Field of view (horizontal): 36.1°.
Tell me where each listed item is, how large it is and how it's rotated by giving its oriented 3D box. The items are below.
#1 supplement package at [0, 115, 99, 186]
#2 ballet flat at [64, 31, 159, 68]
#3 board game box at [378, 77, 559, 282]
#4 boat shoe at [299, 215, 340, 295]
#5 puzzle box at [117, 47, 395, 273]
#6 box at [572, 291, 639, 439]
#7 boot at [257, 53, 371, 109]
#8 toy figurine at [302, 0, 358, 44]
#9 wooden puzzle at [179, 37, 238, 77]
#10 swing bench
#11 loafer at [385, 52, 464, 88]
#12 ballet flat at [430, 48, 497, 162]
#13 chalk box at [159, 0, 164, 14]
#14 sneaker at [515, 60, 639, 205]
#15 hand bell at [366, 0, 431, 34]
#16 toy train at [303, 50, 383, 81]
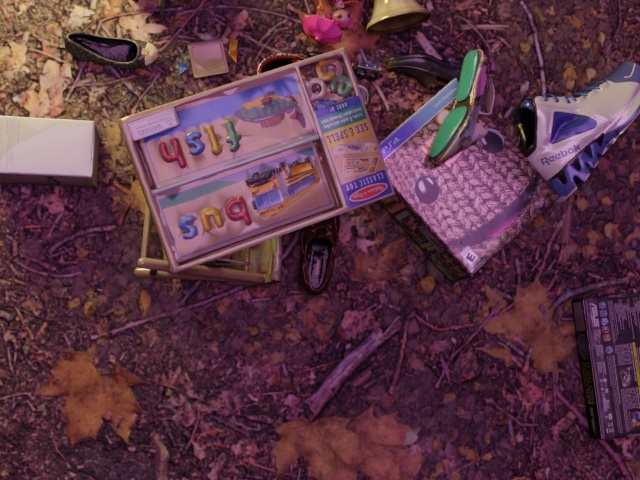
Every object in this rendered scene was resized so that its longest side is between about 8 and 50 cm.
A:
[{"bbox_3d":[-0.490,-0.157,1.750,0.179,0.105,0.105,2,82,-7],"label":"supplement package"},{"bbox_3d":[-0.387,-0.352,1.817,0.173,0.049,0.057,5,83,-7],"label":"ballet flat"},{"bbox_3d":[0.248,-0.107,1.823,0.232,0.141,0.291,-42,90,-11],"label":"board game box"},{"bbox_3d":[0.000,0.000,1.812,0.073,0.073,0.206,4,81,-6],"label":"boat shoe"},{"bbox_3d":[-0.104,-0.136,1.653,0.409,0.052,0.272,-21,95,-13],"label":"puzzle box"},{"bbox_3d":[0.607,0.233,1.868,0.216,0.060,0.270,-6,84,-9],"label":"box"},{"bbox_3d":[-0.013,-0.277,1.791,0.237,0.178,0.085,3,83,-7],"label":"boot"},{"bbox_3d":[0.020,-0.454,1.871,0.173,0.130,0.159,-11,98,-33],"label":"toy figurine"},{"bbox_3d":[-0.211,-0.345,1.859,0.116,0.014,0.078,-5,79,-8],"label":"wooden puzzle"},{"bbox_3d":[-0.192,-0.055,1.752,0.255,0.165,0.253,6,81,-12],"label":"swing bench"},{"bbox_3d":[0.209,-0.323,1.888,0.170,0.062,0.061,3,87,-6],"label":"loafer"},{"bbox_3d":[0.266,-0.229,1.738,0.079,0.077,0.221,25,79,-24],"label":"ballet flat"},{"bbox_3d":[-0.297,-0.529,1.811,0.132,0.132,0.213,-9,85,-9],"label":"chalk box"},{"bbox_3d":[0.483,-0.242,1.879,0.182,0.127,0.315,39,81,-3],"label":"sneaker"},{"bbox_3d":[0.121,-0.527,1.862,0.126,0.126,0.242,-13,88,-9],"label":"hand bell"},{"bbox_3d":[0.044,-0.337,1.885,0.158,0.027,0.036,10,71,-6],"label":"toy train"}]
